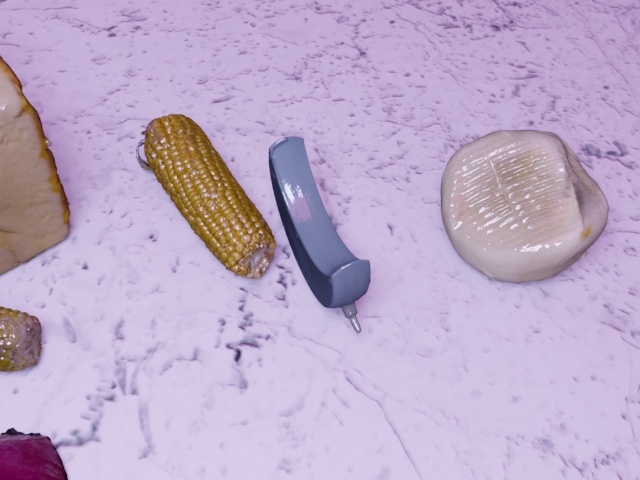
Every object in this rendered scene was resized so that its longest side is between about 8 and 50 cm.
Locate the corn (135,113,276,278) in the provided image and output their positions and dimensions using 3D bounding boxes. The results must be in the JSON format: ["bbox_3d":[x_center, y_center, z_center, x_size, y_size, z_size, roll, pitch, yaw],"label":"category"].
[{"bbox_3d":[-0.161,-0.067,0.931,0.106,0.106,0.293,-26,60,-23],"label":"corn"}]

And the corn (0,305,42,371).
[{"bbox_3d":[-0.493,0.104,0.779,0.319,0.097,0.097,6,54,-5],"label":"corn"}]

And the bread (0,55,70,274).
[{"bbox_3d":[-0.468,-0.115,0.822,0.207,0.279,0.279,-35,62,-28],"label":"bread"}]

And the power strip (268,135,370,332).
[{"bbox_3d":[0.000,0.000,0.859,0.054,0.168,0.253,-21,63,-12],"label":"power strip"}]

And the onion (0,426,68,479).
[{"bbox_3d":[-0.382,0.292,0.646,0.250,0.111,0.248,-5,54,-12],"label":"onion"}]

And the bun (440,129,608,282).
[{"bbox_3d":[0.287,-0.049,0.951,0.229,0.145,0.230,-4,77,19],"label":"bun"}]
